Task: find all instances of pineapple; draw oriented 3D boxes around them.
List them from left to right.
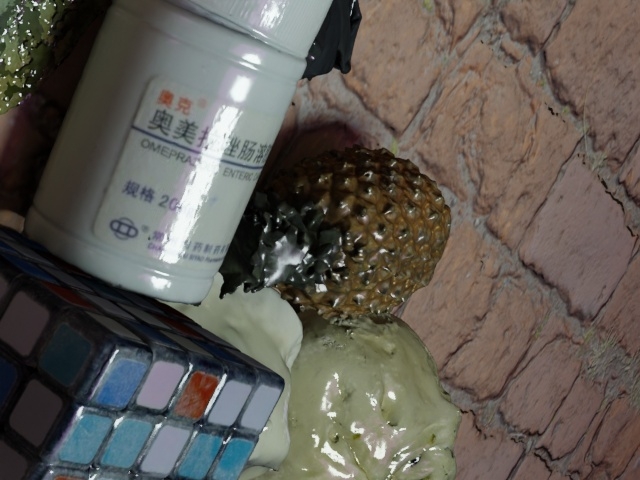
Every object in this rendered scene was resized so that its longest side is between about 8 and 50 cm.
[{"bbox_3d":[0.000,0.000,1.595,0.362,0.202,0.202,-14,126,-65],"label":"pineapple"}]

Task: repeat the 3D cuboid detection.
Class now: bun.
[{"bbox_3d":[0.032,0.253,1.857,0.326,0.234,0.362,-39,136,-23],"label":"bun"}]

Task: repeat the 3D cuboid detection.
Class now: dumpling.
[{"bbox_3d":[-0.124,0.142,1.586,0.318,0.187,0.242,24,79,-44],"label":"dumpling"}]

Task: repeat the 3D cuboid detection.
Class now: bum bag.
[{"bbox_3d":[-0.011,-0.218,1.551,0.248,0.060,0.123,-44,144,-64],"label":"bum bag"}]

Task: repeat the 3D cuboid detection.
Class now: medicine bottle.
[{"bbox_3d":[-0.130,-0.127,1.361,0.190,0.190,0.332,10,106,-57],"label":"medicine bottle"}]

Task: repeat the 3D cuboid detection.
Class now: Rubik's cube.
[{"bbox_3d":[-0.259,0.167,1.315,0.287,0.293,0.292,24,93,-58],"label":"Rubik's cube"}]

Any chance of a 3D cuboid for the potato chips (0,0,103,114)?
[{"bbox_3d":[-0.272,-0.199,1.264,0.220,0.029,0.202,-30,137,-36],"label":"potato chips"}]
